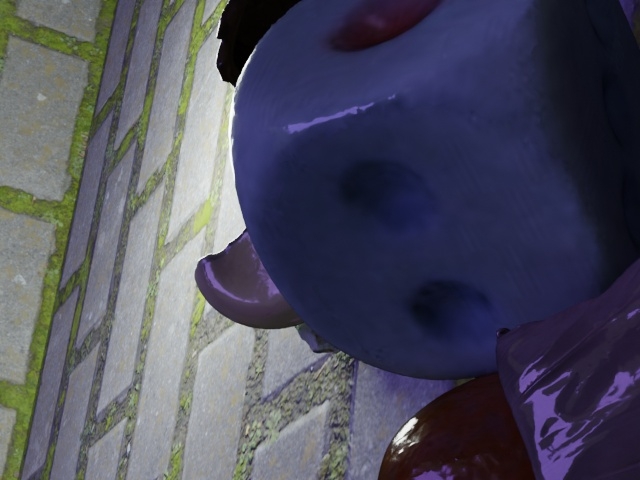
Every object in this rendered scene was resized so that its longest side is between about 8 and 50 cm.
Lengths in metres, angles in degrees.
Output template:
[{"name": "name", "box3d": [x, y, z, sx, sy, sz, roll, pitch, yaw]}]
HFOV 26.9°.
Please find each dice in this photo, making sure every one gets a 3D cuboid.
[{"name": "dice", "box3d": [0.106, -0.069, 1.037, 0.264, 0.263, 0.268, -14, 32, 28]}]

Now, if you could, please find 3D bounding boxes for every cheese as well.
[{"name": "cheese", "box3d": [-0.013, 0.042, 1.475, 0.248, 0.071, 0.163, 27, 88, 25]}]

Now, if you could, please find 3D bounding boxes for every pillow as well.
[{"name": "pillow", "box3d": [0.234, 0.066, 0.849, 0.270, 0.067, 0.173, -34, 59, 12]}]

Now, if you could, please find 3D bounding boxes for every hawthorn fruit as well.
[{"name": "hawthorn fruit", "box3d": [0.166, 0.180, 0.955, 0.251, 0.199, 0.199, -36, 37, 29]}]

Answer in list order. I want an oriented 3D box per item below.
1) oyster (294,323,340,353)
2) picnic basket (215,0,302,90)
[{"name": "oyster", "box3d": [0.000, 0.000, 1.600, 0.199, 0.112, 0.268, -67, 27, 18]}, {"name": "picnic basket", "box3d": [0.045, -0.220, 1.405, 0.321, 0.291, 0.254, -101, 34, -67]}]
